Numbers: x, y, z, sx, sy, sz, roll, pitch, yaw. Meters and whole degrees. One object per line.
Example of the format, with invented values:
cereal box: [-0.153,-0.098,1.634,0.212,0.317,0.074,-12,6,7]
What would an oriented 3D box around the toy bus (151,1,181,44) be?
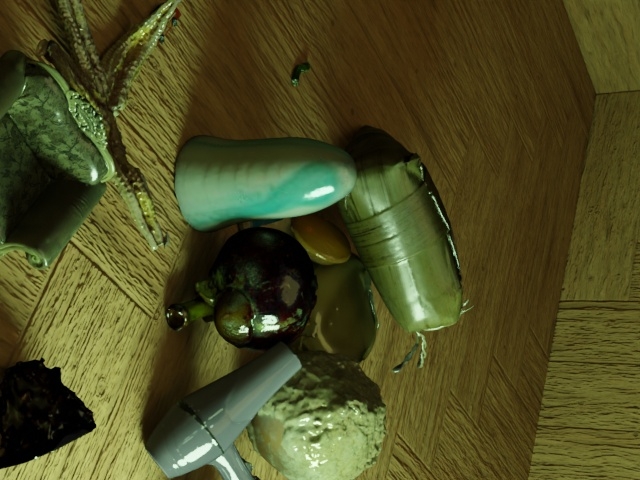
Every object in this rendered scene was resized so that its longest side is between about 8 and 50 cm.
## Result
toy bus: [-0.285,-0.376,1.863,0.043,0.031,0.110,57,42,-32]

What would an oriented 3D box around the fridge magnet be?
fridge magnet: [0.000,0.000,2.252,0.143,0.063,0.143,27,31,-18]

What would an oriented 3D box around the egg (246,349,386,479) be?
egg: [-0.010,0.344,2.072,0.310,0.279,0.279,32,61,-44]

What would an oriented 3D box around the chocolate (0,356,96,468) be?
chocolate: [-0.415,0.238,1.531,0.156,0.156,0.133,-23,89,-59]

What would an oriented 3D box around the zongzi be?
zongzi: [0.201,-0.009,2.398,0.467,0.218,0.499,-69,139,-71]

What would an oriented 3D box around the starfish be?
starfish: [-0.326,-0.249,1.663,0.383,0.132,0.398,63,29,-49]

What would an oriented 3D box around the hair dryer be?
hair dryer: [-0.105,0.387,1.888,0.301,0.121,0.361,-37,110,-15]

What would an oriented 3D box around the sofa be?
sofa: [-0.417,-0.104,1.466,0.200,0.182,0.258,-61,139,-40]

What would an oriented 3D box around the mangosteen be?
mangosteen: [-0.145,0.093,1.939,0.289,0.231,0.231,-4,93,-27]

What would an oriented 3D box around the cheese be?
cheese: [0.019,0.177,2.285,0.316,0.128,0.259,-49,121,-57]

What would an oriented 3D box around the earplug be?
earplug: [-0.080,-0.112,1.915,0.185,0.324,0.184,8,81,-60]

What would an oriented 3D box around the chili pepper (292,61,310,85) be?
chili pepper: [-0.043,-0.365,2.298,0.027,0.022,0.083,41,46,-10]

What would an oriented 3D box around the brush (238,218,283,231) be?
brush: [-0.118,-0.039,2.157,0.164,0.014,0.051,-19,107,-60]
